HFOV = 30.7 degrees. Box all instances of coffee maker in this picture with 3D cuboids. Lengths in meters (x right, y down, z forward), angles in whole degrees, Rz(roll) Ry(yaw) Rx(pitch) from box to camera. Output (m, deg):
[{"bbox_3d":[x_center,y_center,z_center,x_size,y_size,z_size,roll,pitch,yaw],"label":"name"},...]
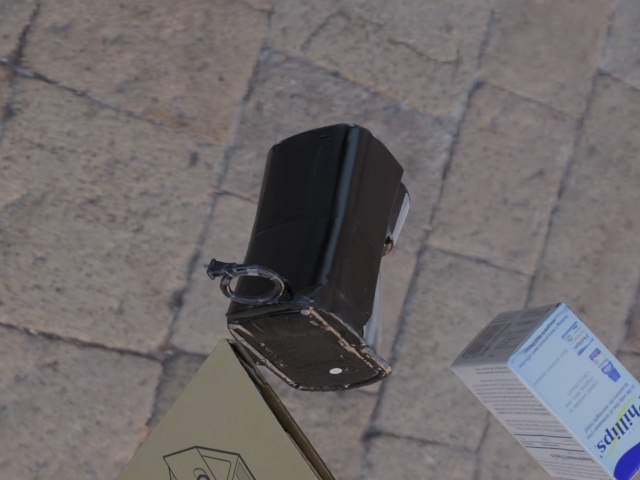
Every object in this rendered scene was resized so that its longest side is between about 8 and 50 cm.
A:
[{"bbox_3d":[0.000,0.000,0.890,0.171,0.120,0.178,74,22,-53],"label":"coffee maker"}]

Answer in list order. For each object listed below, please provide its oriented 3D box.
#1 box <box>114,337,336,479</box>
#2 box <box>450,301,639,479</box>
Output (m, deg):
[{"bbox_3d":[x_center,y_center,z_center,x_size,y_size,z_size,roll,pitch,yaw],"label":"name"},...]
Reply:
[{"bbox_3d":[-0.077,0.194,0.790,0.021,0.164,0.201,11,123,-51],"label":"box"},{"bbox_3d":[0.194,0.125,0.951,0.072,0.126,0.137,-44,95,-15],"label":"box"}]
